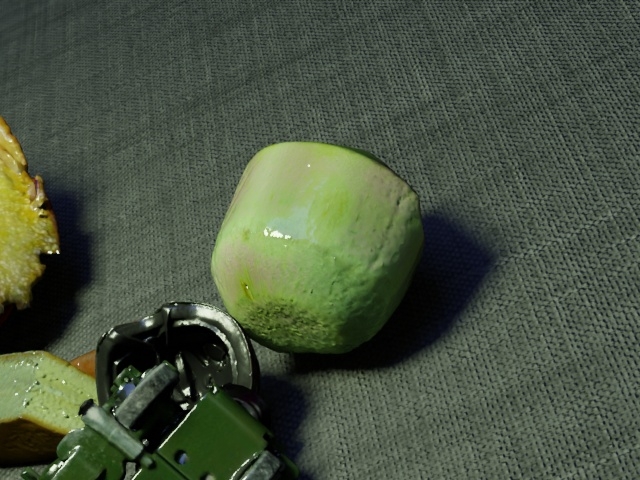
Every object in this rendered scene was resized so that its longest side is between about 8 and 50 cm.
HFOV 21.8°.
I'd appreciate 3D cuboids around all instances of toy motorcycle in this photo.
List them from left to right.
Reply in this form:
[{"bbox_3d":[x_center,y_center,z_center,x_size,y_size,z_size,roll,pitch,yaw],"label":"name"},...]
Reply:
[{"bbox_3d":[-0.162,0.234,1.539,0.275,0.205,0.127,-49,-1,-7],"label":"toy motorcycle"}]

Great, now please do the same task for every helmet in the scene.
[{"bbox_3d":[-0.133,0.147,1.665,0.177,0.107,0.153,-17,72,14],"label":"helmet"}]

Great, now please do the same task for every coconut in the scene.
[{"bbox_3d":[0.000,0.000,1.693,0.236,0.204,0.236,-64,1,3],"label":"coconut"}]

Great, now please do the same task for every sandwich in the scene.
[{"bbox_3d":[-0.322,0.185,1.784,0.258,0.096,0.094,-10,43,31],"label":"sandwich"}]

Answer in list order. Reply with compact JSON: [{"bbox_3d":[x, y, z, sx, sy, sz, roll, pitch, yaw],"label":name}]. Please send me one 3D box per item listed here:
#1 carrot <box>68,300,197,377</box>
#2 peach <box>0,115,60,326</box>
[{"bbox_3d":[-0.219,0.129,1.827,0.224,0.057,0.057,-22,33,19],"label":"carrot"},{"bbox_3d":[-0.505,-0.009,1.974,0.416,0.339,0.353,26,103,60],"label":"peach"}]
